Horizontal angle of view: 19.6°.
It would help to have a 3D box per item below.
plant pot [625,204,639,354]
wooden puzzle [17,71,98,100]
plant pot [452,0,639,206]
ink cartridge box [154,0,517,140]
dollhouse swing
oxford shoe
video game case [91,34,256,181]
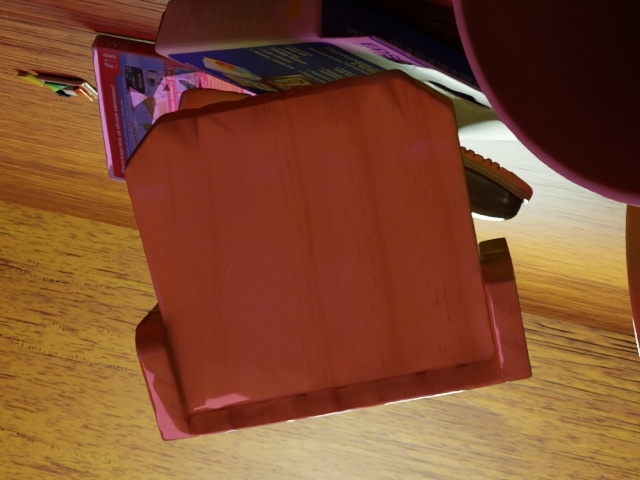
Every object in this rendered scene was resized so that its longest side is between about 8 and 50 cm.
[{"bbox_3d":[0.461,0.053,1.990,0.203,0.291,0.291,-9,164,22],"label":"plant pot"},{"bbox_3d":[-0.312,-0.189,2.303,0.116,0.014,0.078,8,172,24],"label":"wooden puzzle"},{"bbox_3d":[0.250,-0.150,0.993,0.256,0.256,0.274,6,-173,37],"label":"plant pot"},{"bbox_3d":[0.054,-0.162,1.744,0.303,0.072,0.307,21,167,-41],"label":"ink cartridge box"},{"bbox_3d":[0.000,0.000,1.755,0.346,0.305,0.315,-11,-173,5],"label":"dollhouse swing"},{"bbox_3d":[0.026,-0.052,1.844,0.363,0.133,0.130,11,172,8],"label":"oxford shoe"},{"bbox_3d":[-0.105,-0.121,2.033,0.285,0.025,0.204,11,138,11],"label":"video game case"}]
